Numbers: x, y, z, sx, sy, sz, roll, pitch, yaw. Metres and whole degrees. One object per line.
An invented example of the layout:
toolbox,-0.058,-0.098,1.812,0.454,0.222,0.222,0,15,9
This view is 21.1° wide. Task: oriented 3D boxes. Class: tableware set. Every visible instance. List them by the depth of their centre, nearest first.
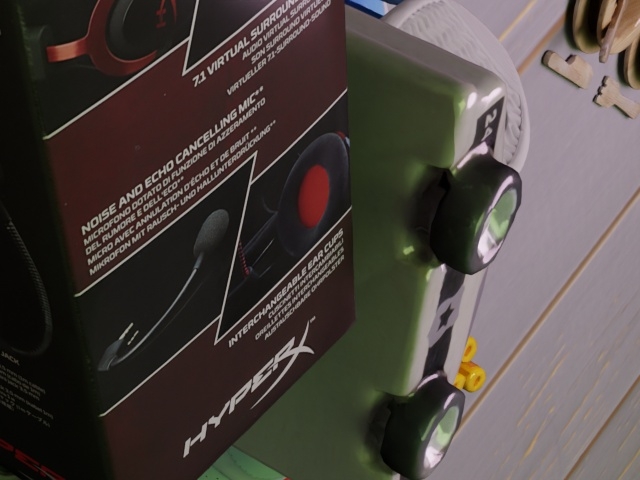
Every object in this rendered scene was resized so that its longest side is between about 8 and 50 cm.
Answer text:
tableware set,0.218,-0.144,1.122,0.194,0.039,0.128,14,103,-62

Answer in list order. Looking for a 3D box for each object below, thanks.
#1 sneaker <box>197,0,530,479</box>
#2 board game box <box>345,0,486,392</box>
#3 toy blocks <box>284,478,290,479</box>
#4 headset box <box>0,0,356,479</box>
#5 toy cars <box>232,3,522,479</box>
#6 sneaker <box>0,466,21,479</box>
sneaker,0.000,0.000,0.758,0.151,0.094,0.256,-33,-156,43
board game box,-0.053,0.097,0.875,0.390,0.050,0.390,-49,150,-23
toy blocks,0.010,0.096,0.867,0.123,0.054,0.148,-9,124,-59
headset box,-0.108,-0.092,0.431,0.110,0.218,0.293,-43,147,-32
toy cars,-0.030,-0.092,0.545,0.087,0.176,0.393,-42,110,-42
sneaker,-0.165,0.117,0.604,0.283,0.110,0.122,-36,-170,6
